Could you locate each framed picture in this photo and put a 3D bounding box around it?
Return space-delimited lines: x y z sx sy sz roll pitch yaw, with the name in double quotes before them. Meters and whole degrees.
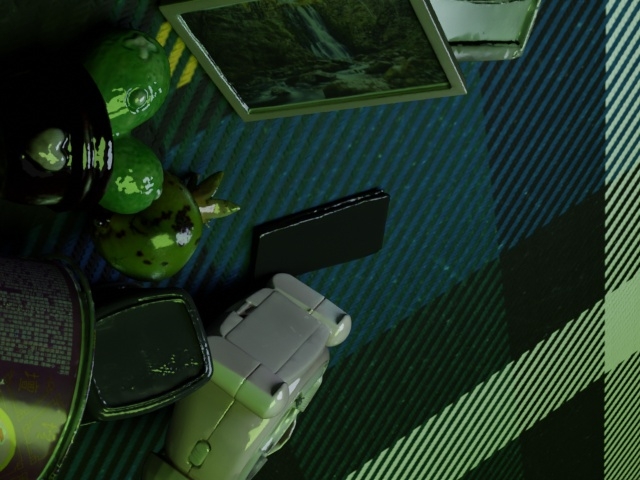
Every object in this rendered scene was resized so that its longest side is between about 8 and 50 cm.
"framed picture" -0.005 -0.237 1.306 0.240 0.324 0.020 54 40 -51

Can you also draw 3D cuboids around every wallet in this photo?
"wallet" 0.000 0.000 1.689 0.244 0.025 0.124 -18 135 -28

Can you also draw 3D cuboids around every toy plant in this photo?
"toy plant" -0.273 -0.132 1.230 0.235 0.175 0.218 -12 101 -39

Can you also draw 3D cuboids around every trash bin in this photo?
"trash bin" -0.280 0.150 1.418 0.210 0.290 0.182 -17 92 -29

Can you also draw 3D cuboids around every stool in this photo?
"stool" 0.167 -0.384 1.379 0.244 0.170 0.269 -8 129 -37

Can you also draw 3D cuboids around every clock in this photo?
"clock" -0.119 0.250 1.621 0.342 0.184 0.325 -34 152 -54

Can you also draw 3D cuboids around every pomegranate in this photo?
"pomegranate" -0.205 -0.040 1.390 0.220 0.156 0.156 -37 143 -33

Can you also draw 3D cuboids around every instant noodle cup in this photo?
"instant noodle cup" -0.457 0.146 1.223 0.266 0.340 0.339 18 112 -38

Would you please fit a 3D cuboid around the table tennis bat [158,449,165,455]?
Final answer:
"table tennis bat" -0.216 0.429 1.886 0.160 0.039 0.257 -41 136 -4
